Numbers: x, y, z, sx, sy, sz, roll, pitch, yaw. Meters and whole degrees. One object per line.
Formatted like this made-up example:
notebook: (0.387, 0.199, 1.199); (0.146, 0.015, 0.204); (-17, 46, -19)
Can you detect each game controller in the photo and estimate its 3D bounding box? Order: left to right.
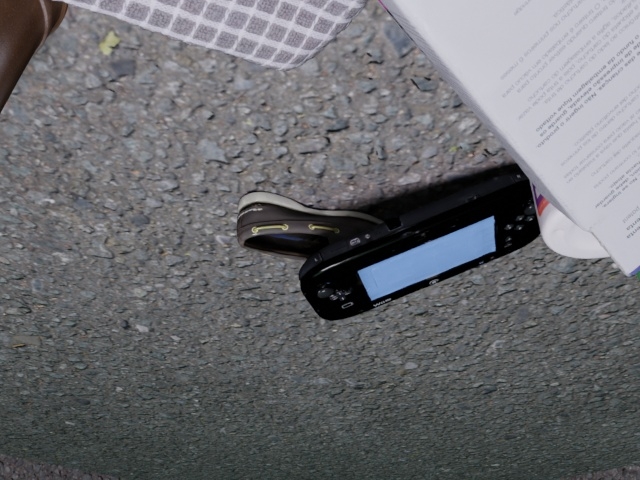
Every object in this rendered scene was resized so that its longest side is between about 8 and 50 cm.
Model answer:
game controller: (0.132, 0.015, 0.815); (0.319, 0.067, 0.166); (-22, 142, 4)

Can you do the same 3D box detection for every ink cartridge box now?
ink cartridge box: (0.240, -0.176, 0.416); (0.324, 0.071, 0.330); (-44, 126, 12)

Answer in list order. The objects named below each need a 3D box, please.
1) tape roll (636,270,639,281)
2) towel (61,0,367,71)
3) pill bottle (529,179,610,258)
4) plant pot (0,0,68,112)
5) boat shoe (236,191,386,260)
tape roll: (0.459, -0.014, 0.595); (0.321, 0.321, 0.077); (-4, 148, 7)
towel: (-0.060, -0.236, 0.407); (0.283, 0.121, 0.235); (7, 151, -37)
pill bottle: (0.243, -0.090, 0.600); (0.108, 0.193, 0.108); (0, 147, 0)
plant pot: (-0.308, -0.169, 0.523); (0.167, 0.165, 0.167); (0, 148, 0)
boat shoe: (0.000, 0.000, 0.857); (0.227, 0.069, 0.081); (12, 145, -16)
